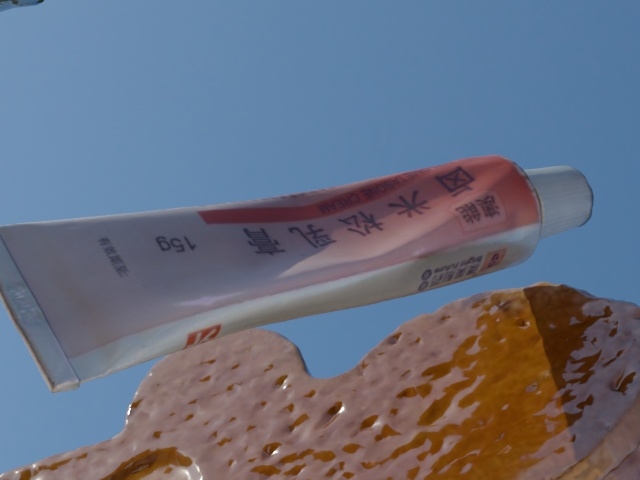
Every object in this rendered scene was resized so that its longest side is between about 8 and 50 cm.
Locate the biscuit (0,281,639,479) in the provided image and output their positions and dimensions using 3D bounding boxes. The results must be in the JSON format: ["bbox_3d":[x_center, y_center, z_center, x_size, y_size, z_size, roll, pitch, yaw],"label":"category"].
[{"bbox_3d":[-0.036,0.104,0.604,0.324,0.205,0.049,-27,-61,-1],"label":"biscuit"}]

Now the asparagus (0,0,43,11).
[{"bbox_3d":[-0.106,-0.060,0.514,0.016,0.016,0.163,53,-23,-17],"label":"asparagus"}]

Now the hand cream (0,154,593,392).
[{"bbox_3d":[-0.001,0.000,0.589,0.052,0.216,0.038,27,-60,48],"label":"hand cream"}]
